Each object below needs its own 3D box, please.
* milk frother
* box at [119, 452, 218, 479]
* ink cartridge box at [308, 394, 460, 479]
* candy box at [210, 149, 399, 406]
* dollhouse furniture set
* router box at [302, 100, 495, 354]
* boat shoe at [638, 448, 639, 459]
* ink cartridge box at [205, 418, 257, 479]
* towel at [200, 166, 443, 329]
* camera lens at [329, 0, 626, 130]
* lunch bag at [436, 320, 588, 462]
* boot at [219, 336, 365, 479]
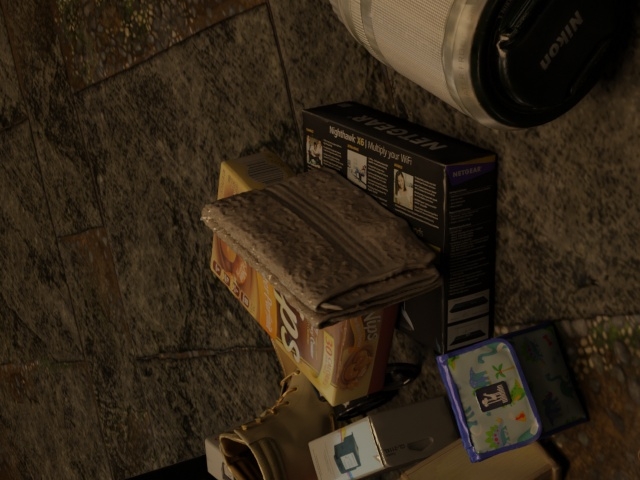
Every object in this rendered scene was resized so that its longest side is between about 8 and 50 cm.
[{"bbox_3d":[0.054,0.155,2.024,0.143,0.129,0.134,-27,75,14],"label":"milk frother"},{"bbox_3d":[-0.245,0.584,2.468,0.212,0.294,0.395,43,135,43],"label":"box"},{"bbox_3d":[0.084,0.268,1.970,0.175,0.127,0.072,-35,69,56],"label":"ink cartridge box"},{"bbox_3d":[-0.025,0.043,1.936,0.316,0.088,0.183,46,140,40],"label":"candy box"},{"bbox_3d":[0.203,0.344,1.843,0.212,0.161,0.242,50,163,36],"label":"dollhouse furniture set"},{"bbox_3d":[0.092,-0.024,1.883,0.309,0.081,0.242,28,125,51],"label":"router box"},{"bbox_3d":[0.398,0.240,1.506,0.183,0.066,0.066,13,113,56],"label":"boat shoe"},{"bbox_3d":[-0.095,0.343,2.307,0.150,0.109,0.063,27,128,52],"label":"ink cartridge box"},{"bbox_3d":[0.000,0.000,1.781,0.282,0.187,0.049,39,137,44],"label":"towel"},{"bbox_3d":[0.161,-0.254,1.548,0.274,0.219,0.219,39,133,46],"label":"camera lens"},{"bbox_3d":[0.212,0.173,1.701,0.096,0.151,0.128,-35,71,58],"label":"lunch bag"},{"bbox_3d":[-0.059,0.236,2.111,0.262,0.203,0.095,64,146,17],"label":"boot"}]
